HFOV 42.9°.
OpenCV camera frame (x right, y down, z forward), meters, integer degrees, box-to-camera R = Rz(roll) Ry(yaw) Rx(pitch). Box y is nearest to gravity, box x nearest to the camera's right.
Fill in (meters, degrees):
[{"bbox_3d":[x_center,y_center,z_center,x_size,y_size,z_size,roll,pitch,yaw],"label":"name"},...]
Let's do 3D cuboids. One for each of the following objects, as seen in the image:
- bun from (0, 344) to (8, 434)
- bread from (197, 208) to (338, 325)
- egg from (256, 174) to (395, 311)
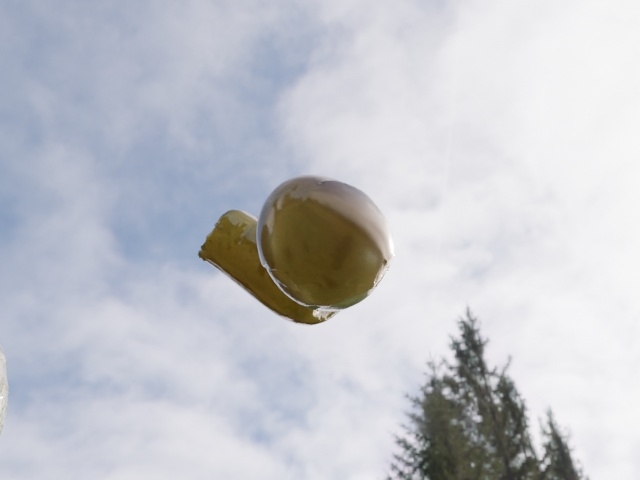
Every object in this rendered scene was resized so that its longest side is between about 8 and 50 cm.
[{"bbox_3d":[-0.419,0.156,0.634,0.359,0.211,0.360,-10,-58,-17],"label":"bun"},{"bbox_3d":[-0.049,0.037,0.970,0.085,0.173,0.134,-60,-27,6],"label":"bread"},{"bbox_3d":[0.000,0.000,0.441,0.071,0.071,0.083,-27,-46,24],"label":"egg"}]
